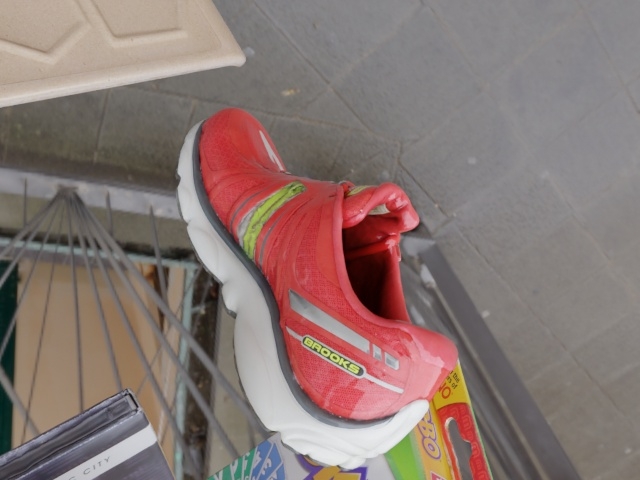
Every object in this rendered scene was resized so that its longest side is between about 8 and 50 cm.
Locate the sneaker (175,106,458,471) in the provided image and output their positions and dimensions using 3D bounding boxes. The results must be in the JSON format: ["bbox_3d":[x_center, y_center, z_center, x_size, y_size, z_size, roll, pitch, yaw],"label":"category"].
[{"bbox_3d":[0.000,0.000,0.487,0.118,0.279,0.107,-43,137,16],"label":"sneaker"}]

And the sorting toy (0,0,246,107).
[{"bbox_3d":[-0.160,-0.164,0.458,0.208,0.193,0.038,-22,168,-49],"label":"sorting toy"}]

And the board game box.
[{"bbox_3d":[-0.006,0.174,0.493,0.039,0.124,0.259,26,129,-38],"label":"board game box"}]

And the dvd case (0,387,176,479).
[{"bbox_3d":[-0.127,0.169,0.353,0.164,0.018,0.221,-27,139,-18],"label":"dvd case"}]
